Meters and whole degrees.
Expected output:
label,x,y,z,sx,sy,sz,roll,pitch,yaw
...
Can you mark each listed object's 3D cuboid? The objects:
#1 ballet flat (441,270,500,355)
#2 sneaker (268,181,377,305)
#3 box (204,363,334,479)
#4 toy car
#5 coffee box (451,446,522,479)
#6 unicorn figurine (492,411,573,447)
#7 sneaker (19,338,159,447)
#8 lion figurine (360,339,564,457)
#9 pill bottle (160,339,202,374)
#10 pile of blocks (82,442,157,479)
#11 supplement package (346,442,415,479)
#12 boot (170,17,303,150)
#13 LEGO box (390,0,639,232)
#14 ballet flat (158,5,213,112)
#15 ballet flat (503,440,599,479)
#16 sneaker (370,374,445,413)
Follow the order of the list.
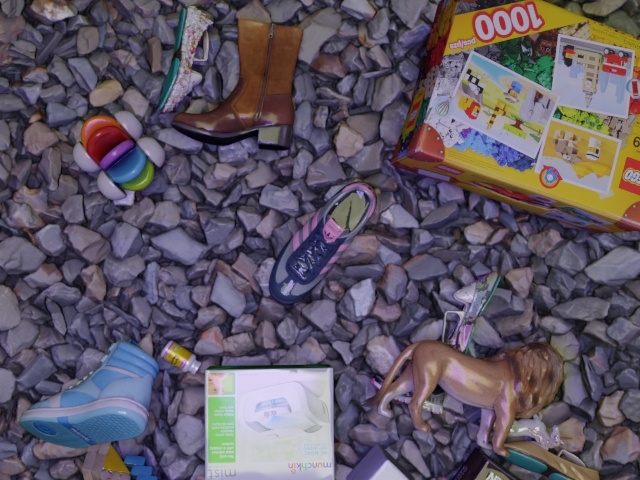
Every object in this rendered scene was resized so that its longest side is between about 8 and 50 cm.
label,x,y,z,sx,sy,sz,roll,pitch,yaw
ballet flat,0.308,0.156,1.638,0.079,0.077,0.221,24,90,3
sneaker,0.000,0.000,1.607,0.112,0.131,0.319,37,86,1
box,-0.105,0.375,1.582,0.262,0.127,0.231,0,84,-3
toy car,-0.427,-0.184,1.604,0.159,0.136,0.182,-40,88,-4
coffee box,0.404,0.591,1.583,0.297,0.119,0.168,37,89,1
unicorn figurine,0.439,0.386,1.613,0.162,0.060,0.111,-11,53,13
sneaker,-0.463,0.309,1.587,0.319,0.127,0.208,-10,44,25
lion figurine,0.294,0.282,1.544,0.392,0.142,0.240,18,82,-8
pill bottle,-0.294,0.250,1.623,0.083,0.043,0.043,32,86,1
pile of blocks,-0.362,0.548,1.540,0.149,0.112,0.362,-20,50,-27
supplement package,0.128,0.498,1.551,0.105,0.179,0.105,43,86,2
boot,-0.177,-0.346,1.645,0.264,0.096,0.280,4,85,-1
LEGO box,0.444,-0.264,1.575,0.501,0.193,0.372,17,85,-9
ballet flat,-0.285,-0.386,1.654,0.077,0.091,0.240,14,89,-25
ballet flat,0.487,0.470,1.630,0.232,0.080,0.073,29,58,-2
sneaker,0.191,0.309,1.627,0.171,0.063,0.074,20,86,-5
